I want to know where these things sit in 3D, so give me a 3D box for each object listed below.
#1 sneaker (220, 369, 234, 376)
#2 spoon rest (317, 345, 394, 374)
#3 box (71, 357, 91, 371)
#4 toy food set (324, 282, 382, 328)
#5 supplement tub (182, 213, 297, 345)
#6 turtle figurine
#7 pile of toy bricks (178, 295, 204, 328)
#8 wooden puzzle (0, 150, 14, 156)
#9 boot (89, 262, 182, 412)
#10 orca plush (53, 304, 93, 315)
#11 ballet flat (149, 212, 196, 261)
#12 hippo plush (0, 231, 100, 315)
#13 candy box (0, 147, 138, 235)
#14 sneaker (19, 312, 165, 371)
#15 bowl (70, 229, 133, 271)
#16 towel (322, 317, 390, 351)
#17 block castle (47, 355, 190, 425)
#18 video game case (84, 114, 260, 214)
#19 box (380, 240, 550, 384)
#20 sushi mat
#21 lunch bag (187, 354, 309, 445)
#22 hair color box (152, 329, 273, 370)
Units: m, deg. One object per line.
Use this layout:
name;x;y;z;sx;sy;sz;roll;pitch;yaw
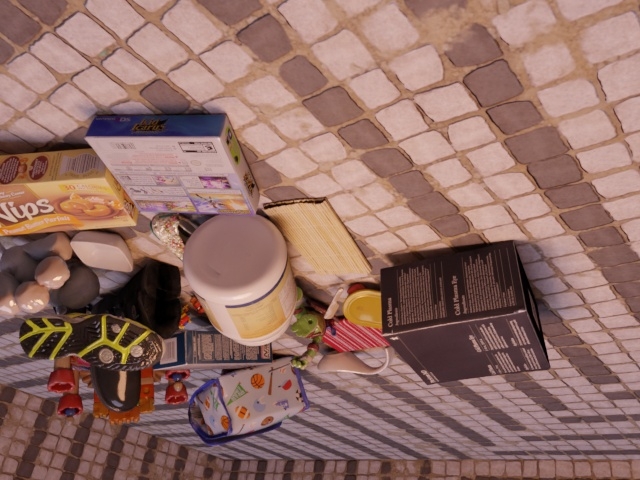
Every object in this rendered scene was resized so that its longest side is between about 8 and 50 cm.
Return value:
sneaker;-0.311;0.563;2.394;0.105;0.095;0.236;-10;150;19
spoon rest;0.114;0.394;1.956;0.276;0.084;0.137;-15;179;33
box;-0.867;0.428;2.278;0.128;0.122;0.257;-1;148;16
toy food set;0.128;0.161;1.601;0.218;0.071;0.128;11;126;-7
supplement tub;-0.176;0.102;1.415;0.228;0.228;0.316;5;150;8
turtle figurine;-0.088;0.249;1.668;0.275;0.197;0.266;4;155;5
pile of toy bricks;-0.434;0.200;1.809;0.105;0.118;0.212;52;154;-10
wooden puzzle;-0.781;-0.141;1.358;0.221;0.044;0.238;18;149;-13
boot;-0.522;0.294;1.742;0.146;0.366;0.445;-6;166;-44
orca plush;-0.857;0.262;2.012;0.151;0.102;0.287;23;148;-21
ballet flat;-0.317;0.009;1.450;0.077;0.091;0.241;-22;147;9
hippo plush;-0.740;0.129;1.620;0.294;0.234;0.236;-3;147;20
candy box;-0.569;-0.100;1.276;0.317;0.087;0.183;-3;149;4
sneaker;-0.579;0.245;1.577;0.385;0.145;0.147;8;-173;10
bowl;-0.560;0.022;1.565;0.142;0.053;0.142;7;151;5
towel;0.110;0.279;1.833;0.275;0.031;0.199;-15;142;35
block castle;-0.696;0.499;2.119;0.453;0.212;0.303;-2;144;-16
video game case;-0.280;-0.144;1.190;0.270;0.061;0.244;3;148;13
box;0.344;0.186;1.426;0.313;0.178;0.343;-14;143;21
sushi mat;0.000;0.000;1.399;0.152;0.019;0.316;-4;147;24
lunch bag;-0.274;0.590;2.179;0.328;0.238;0.385;-7;163;-33
hair color box;-0.334;0.348;1.902;0.174;0.105;0.347;-16;161;38
